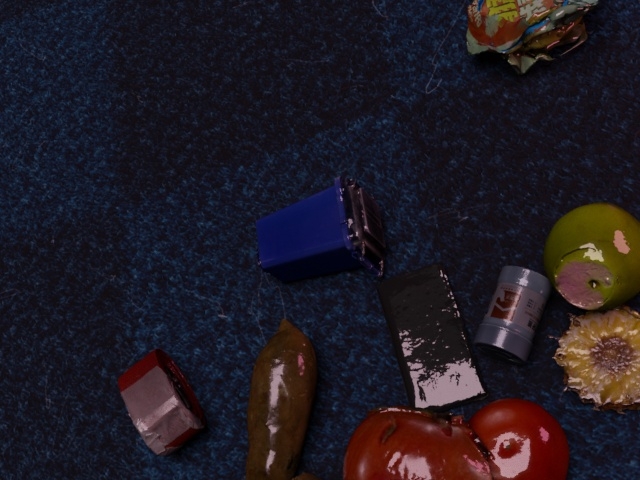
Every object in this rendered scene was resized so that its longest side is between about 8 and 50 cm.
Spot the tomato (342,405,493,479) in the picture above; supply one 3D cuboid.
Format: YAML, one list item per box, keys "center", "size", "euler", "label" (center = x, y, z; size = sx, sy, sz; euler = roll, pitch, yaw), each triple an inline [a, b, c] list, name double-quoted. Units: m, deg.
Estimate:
- center: [0.130, 0.412, 1.479]
  size: [0.309, 0.170, 0.309]
  euler: [-18, 68, 54]
  label: "tomato"

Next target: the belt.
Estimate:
- center: [-0.318, 0.322, 1.766]
  size: [0.124, 0.128, 0.201]
  euler: [-37, 57, 3]
  label: "belt"

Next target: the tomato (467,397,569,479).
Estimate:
- center: [0.321, 0.360, 1.508]
  size: [0.195, 0.136, 0.195]
  euler: [-8, 65, 18]
  label: "tomato"

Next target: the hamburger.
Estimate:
- center: [0.449, -0.450, 1.829]
  size: [0.275, 0.150, 0.261]
  euler: [5, 51, 38]
  label: "hamburger"

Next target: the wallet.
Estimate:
- center: [0.203, 0.182, 1.692]
  size: [0.146, 0.030, 0.286]
  euler: [-22, 63, 14]
  label: "wallet"

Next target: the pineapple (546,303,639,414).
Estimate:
- center: [0.503, 0.203, 1.566]
  size: [0.221, 0.047, 0.221]
  euler: [-8, 62, 15]
  label: "pineapple"

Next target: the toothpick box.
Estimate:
- center: [0.346, 0.134, 1.618]
  size: [0.101, 0.101, 0.153]
  euler: [16, 74, 25]
  label: "toothpick box"

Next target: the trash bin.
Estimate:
- center: [0.000, 0.000, 1.779]
  size: [0.234, 0.162, 0.184]
  euler: [-17, 62, 19]
  label: "trash bin"

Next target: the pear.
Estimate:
- center: [0.490, 0.019, 1.577]
  size: [0.187, 0.188, 0.219]
  euler: [19, 34, 26]
  label: "pear"

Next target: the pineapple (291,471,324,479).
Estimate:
- center: [-0.053, 0.542, 1.595]
  size: [0.125, 0.125, 0.251]
  euler: [24, 88, 27]
  label: "pineapple"

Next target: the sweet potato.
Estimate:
- center: [-0.087, 0.356, 1.675]
  size: [0.130, 0.130, 0.423]
  euler: [7, 79, 23]
  label: "sweet potato"
